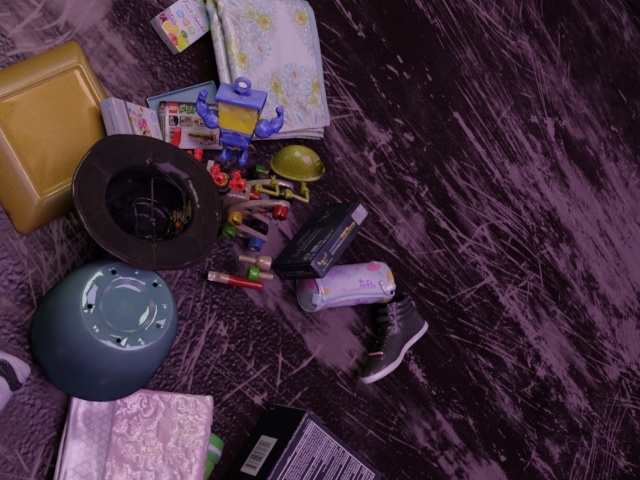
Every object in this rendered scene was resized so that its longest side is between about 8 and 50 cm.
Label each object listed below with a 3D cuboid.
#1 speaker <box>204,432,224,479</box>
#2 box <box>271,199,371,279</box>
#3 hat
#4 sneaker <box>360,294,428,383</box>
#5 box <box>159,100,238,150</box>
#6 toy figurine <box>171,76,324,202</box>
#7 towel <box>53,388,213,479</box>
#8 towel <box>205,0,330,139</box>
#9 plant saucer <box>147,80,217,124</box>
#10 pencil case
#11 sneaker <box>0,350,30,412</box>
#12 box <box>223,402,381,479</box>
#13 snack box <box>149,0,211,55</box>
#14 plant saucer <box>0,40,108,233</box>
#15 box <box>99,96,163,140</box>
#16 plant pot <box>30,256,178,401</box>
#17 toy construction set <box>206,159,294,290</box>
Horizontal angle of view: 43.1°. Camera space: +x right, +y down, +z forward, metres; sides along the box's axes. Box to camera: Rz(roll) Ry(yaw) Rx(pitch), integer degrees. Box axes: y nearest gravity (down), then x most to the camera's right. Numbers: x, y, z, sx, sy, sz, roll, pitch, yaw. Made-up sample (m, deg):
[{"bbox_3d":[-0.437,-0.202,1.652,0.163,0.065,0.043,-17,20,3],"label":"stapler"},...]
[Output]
[{"bbox_3d":[-0.335,0.563,1.821,0.131,0.131,0.296,41,63,-26],"label":"speaker"},{"bbox_3d":[0.000,0.000,2.079,0.059,0.183,0.232,50,61,-21],"label":"box"},{"bbox_3d":[-0.377,-0.065,1.695,0.331,0.134,0.331,16,63,-35],"label":"hat"},{"bbox_3d":[0.175,0.262,2.242,0.296,0.105,0.147,-42,109,-37],"label":"sneaker"},{"bbox_3d":[-0.290,-0.276,1.965,0.207,0.036,0.114,-3,96,-39],"label":"box"},{"bbox_3d":[-0.160,-0.248,1.792,0.363,0.217,0.191,14,35,3],"label":"toy figurine"},{"bbox_3d":[-0.401,0.480,1.732,0.317,0.053,0.331,10,71,-13],"label":"towel"},{"bbox_3d":[-0.121,-0.435,2.049,0.321,0.090,0.374,-12,92,-49],"label":"towel"},{"bbox_3d":[-0.331,-0.333,1.968,0.192,0.018,0.067,-25,101,-36],"label":"plant saucer"},{"bbox_3d":[0.069,0.125,2.158,0.273,0.124,0.113,-3,128,-35],"label":"pencil case"},{"bbox_3d":[-0.727,0.270,1.510,0.366,0.137,0.210,41,64,-50],"label":"sneaker"},{"bbox_3d":[-0.058,0.609,1.984,0.294,0.183,0.296,45,64,-23],"label":"box"},{"bbox_3d":[-0.331,-0.530,1.971,0.141,0.037,0.100,-47,114,-30],"label":"snack box"},{"bbox_3d":[-0.571,-0.232,1.743,0.333,0.081,0.332,-35,106,-32],"label":"plant saucer"},{"bbox_3d":[-0.412,-0.232,1.811,0.186,0.038,0.145,5,69,-73],"label":"box"},{"bbox_3d":[-0.425,0.167,1.671,0.293,0.235,0.293,11,65,-25],"label":"plant pot"},{"bbox_3d":[-0.216,-0.049,1.933,0.237,0.257,0.308,12,89,-18],"label":"toy construction set"}]
